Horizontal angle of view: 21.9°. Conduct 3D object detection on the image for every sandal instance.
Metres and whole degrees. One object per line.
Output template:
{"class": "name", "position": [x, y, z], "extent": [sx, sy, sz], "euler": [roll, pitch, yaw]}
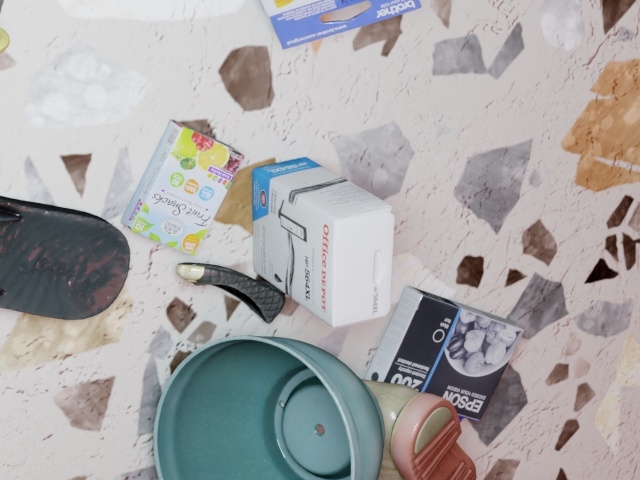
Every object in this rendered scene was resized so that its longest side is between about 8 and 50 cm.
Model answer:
{"class": "sandal", "position": [-0.406, 0.013, 1.852], "extent": [0.446, 0.107, 0.167], "euler": [4, 107, -33]}

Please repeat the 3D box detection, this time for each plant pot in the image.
{"class": "plant pot", "position": [-0.036, 0.254, 2.107], "extent": [0.196, 0.293, 0.293], "euler": [-8, 116, -58]}

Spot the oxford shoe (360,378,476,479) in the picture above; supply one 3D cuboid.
{"class": "oxford shoe", "position": [0.120, 0.319, 2.313], "extent": [0.140, 0.147, 0.397], "euler": [-47, 147, -30]}

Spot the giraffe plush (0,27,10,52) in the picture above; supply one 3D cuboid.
{"class": "giraffe plush", "position": [-0.430, -0.184, 1.737], "extent": [0.181, 0.210, 0.170], "euler": [44, 54, -33]}

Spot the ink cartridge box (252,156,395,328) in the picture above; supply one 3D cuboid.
{"class": "ink cartridge box", "position": [0.000, 0.000, 2.046], "extent": [0.086, 0.203, 0.148], "euler": [-12, 115, -28]}

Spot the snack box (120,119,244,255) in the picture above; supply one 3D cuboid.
{"class": "snack box", "position": [-0.167, -0.063, 2.017], "extent": [0.100, 0.037, 0.141], "euler": [24, 96, -36]}

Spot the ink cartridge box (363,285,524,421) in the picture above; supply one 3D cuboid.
{"class": "ink cartridge box", "position": [0.162, 0.186, 2.327], "extent": [0.206, 0.045, 0.208], "euler": [19, 100, -36]}

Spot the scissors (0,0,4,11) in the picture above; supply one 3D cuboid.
{"class": "scissors", "position": [-0.337, -0.361, 1.800], "extent": [0.109, 0.021, 0.297], "euler": [26, 95, -40]}

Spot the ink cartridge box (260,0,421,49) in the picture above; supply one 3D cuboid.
{"class": "ink cartridge box", "position": [-0.012, -0.386, 1.920], "extent": [0.186, 0.065, 0.311], "euler": [-17, 120, 9]}

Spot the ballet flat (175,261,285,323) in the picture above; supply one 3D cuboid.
{"class": "ballet flat", "position": [-0.111, 0.063, 2.090], "extent": [0.173, 0.057, 0.049], "euler": [22, 83, -38]}
